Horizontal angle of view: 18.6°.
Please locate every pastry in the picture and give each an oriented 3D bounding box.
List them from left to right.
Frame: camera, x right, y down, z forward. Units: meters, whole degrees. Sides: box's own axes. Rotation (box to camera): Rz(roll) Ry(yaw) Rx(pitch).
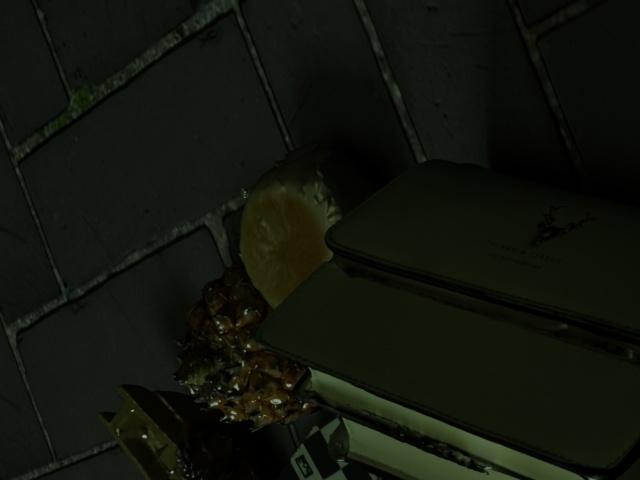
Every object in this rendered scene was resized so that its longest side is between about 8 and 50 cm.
[{"bbox_3d":[0.000,0.000,1.653,0.166,0.088,0.166,19,118,40],"label":"pastry"}]

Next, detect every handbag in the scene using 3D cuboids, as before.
[{"bbox_3d":[0.156,0.070,1.354,0.358,0.237,0.160,18,145,48],"label":"handbag"}]

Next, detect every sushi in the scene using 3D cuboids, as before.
[{"bbox_3d":[0.053,0.260,1.747,0.210,0.040,0.193,56,148,16],"label":"sushi"}]

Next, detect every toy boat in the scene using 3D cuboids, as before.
[{"bbox_3d":[-0.078,0.331,1.849,0.445,0.162,0.136,59,145,17],"label":"toy boat"}]

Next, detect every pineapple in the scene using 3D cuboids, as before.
[{"bbox_3d":[-0.078,0.101,1.764,0.176,0.137,0.161,-34,78,52],"label":"pineapple"}]
